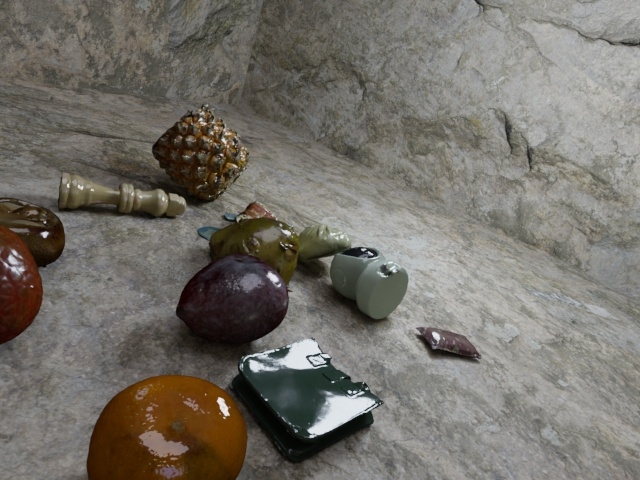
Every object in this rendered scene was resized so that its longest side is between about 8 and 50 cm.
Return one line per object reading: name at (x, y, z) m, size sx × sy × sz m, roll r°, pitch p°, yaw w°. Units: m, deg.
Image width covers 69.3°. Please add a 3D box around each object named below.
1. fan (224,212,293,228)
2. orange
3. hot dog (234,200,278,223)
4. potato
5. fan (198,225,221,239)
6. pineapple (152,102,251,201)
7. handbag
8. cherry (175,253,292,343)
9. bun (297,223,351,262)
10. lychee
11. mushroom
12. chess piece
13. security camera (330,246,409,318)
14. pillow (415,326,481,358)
fan at (-0.239, -0.072, 1.824) m, size 0.282 × 0.023 × 0.057 m, roll 9°, pitch 23°, yaw -18°
orange at (-0.235, 0.326, 0.726) m, size 0.240 × 0.171 × 0.240 m, roll 18°, pitch 29°, yaw -11°
hot dog at (-0.244, -0.059, 1.698) m, size 0.146 × 0.103 × 0.213 m, roll 42°, pitch 35°, yaw 2°
potato at (-0.197, 0.009, 1.455) m, size 0.300 × 0.196 × 0.246 m, roll 31°, pitch 24°, yaw 31°
fan at (-0.345, -0.012, 1.622) m, size 0.175 × 0.005 × 0.113 m, roll 21°, pitch 22°, yaw 10°
pineapple at (-0.456, -0.331, 1.828) m, size 0.300 × 0.352 × 0.352 m, roll 43°, pitch 23°, yaw -4°
handbag at (-0.030, 0.326, 1.004) m, size 0.260 × 0.079 × 0.247 m, roll -5°, pitch 33°, yaw -45°
cherry at (-0.209, 0.143, 1.123) m, size 0.300 × 0.203 × 0.230 m, roll -12°, pitch 44°, yaw -38°
bun at (0.000, 0.000, 1.600) m, size 0.222 × 0.127 × 0.222 m, roll -15°, pitch -5°, yaw -1°
lychee at (-0.659, 0.085, 0.875) m, size 0.255 × 0.255 × 0.300 m, roll 19°, pitch -5°, yaw 2°
mushroom at (-0.752, -0.016, 1.129) m, size 0.253 × 0.153 × 0.253 m, roll 14°, pitch 14°, yaw -4°
chess piece at (-0.653, -0.141, 1.557) m, size 0.397 × 0.117 × 0.117 m, roll 6°, pitch 26°, yaw -32°
security camera at (0.138, 0.117, 1.478) m, size 0.195 × 0.194 × 0.236 m, roll -3°, pitch 26°, yaw -41°
pillow at (0.392, 0.306, 1.413) m, size 0.185 × 0.043 × 0.118 m, roll 11°, pitch 22°, yaw -18°
